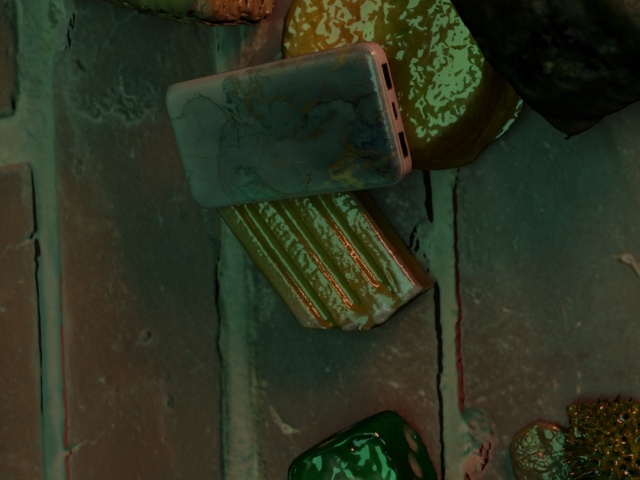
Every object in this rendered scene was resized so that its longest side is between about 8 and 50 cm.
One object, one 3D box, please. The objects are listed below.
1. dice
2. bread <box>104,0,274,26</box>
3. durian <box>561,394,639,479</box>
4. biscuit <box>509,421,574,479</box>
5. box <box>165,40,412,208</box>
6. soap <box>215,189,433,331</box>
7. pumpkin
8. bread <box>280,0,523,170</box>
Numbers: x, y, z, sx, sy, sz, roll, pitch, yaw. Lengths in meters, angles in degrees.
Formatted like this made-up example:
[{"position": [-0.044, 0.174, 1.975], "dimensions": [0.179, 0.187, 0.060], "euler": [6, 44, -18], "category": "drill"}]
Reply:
[{"position": [0.050, 0.267, 1.333], "dimensions": [0.131, 0.120, 0.128], "euler": [-30, 85, 20], "category": "dice"}, {"position": [-0.203, -0.363, 1.306], "dimensions": [0.315, 0.279, 0.248], "euler": [5, 102, 6], "category": "bread"}, {"position": [0.328, 0.272, 1.258], "dimensions": [0.137, 0.095, 0.220], "euler": [-12, 96, 19], "category": "durian"}, {"position": [0.249, 0.267, 1.320], "dimensions": [0.071, 0.018, 0.147], "euler": [-15, 88, 20], "category": "biscuit"}, {"position": [-0.039, -0.113, 1.255], "dimensions": [0.285, 0.044, 0.142], "euler": [-6, 103, 39], "category": "box"}, {"position": [0.000, 0.000, 1.356], "dimensions": [0.140, 0.073, 0.232], "euler": [-39, 82, 19], "category": "soap"}, {"position": [0.250, -0.272, 1.150], "dimensions": [0.225, 0.256, 0.303], "euler": [-33, 89, 30], "category": "pumpkin"}, {"position": [0.086, -0.195, 1.276], "dimensions": [0.268, 0.146, 0.268], "euler": [2, 98, 18], "category": "bread"}]
